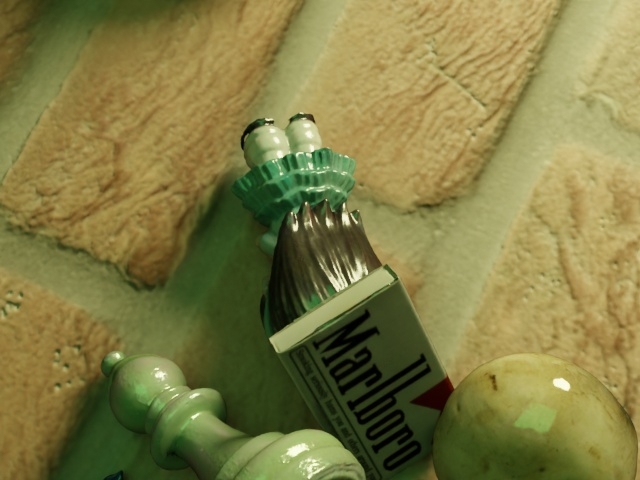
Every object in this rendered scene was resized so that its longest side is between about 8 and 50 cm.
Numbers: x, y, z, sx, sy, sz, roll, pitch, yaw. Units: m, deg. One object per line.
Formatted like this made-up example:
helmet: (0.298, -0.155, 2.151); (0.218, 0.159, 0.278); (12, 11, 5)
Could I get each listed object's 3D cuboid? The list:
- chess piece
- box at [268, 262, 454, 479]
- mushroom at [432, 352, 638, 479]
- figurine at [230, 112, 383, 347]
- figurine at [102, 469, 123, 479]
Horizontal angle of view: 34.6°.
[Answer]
chess piece: (-0.100, 0.169, 0.860); (0.271, 0.139, 0.139); (31, 77, 34)
box: (0.044, 0.116, 0.848); (0.115, 0.177, 0.036); (-32, 33, -7)
mushroom: (0.172, 0.172, 0.838); (0.166, 0.127, 0.166); (1, 101, 8)
figurine: (0.000, 0.000, 0.919); (0.137, 0.110, 0.246); (-9, 65, -15)
figurine: (-0.233, 0.305, 0.833); (0.262, 0.121, 0.164); (-30, 69, -7)
